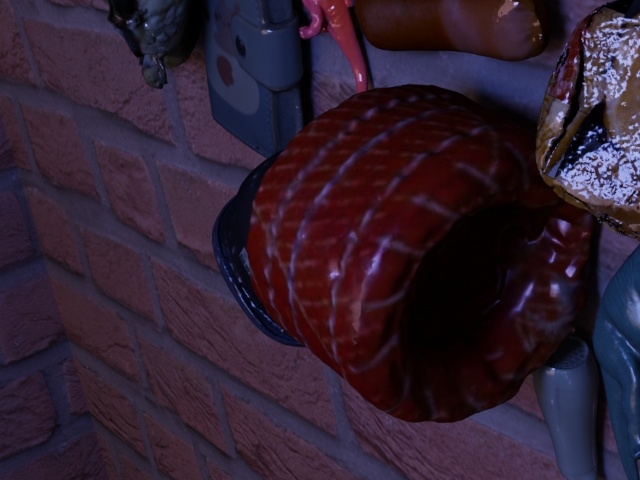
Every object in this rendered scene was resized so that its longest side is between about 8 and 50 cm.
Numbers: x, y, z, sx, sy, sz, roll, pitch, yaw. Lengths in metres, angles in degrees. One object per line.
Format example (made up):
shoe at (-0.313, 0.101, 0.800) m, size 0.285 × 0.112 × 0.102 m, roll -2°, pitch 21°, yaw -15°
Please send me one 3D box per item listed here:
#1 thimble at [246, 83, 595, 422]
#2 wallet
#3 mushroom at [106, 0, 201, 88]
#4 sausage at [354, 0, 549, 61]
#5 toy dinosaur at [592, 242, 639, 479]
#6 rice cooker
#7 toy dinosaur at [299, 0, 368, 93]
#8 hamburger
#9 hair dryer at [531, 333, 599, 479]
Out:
thimble at (0.113, 0.014, 1.359) m, size 0.230 × 0.350 × 0.350 m, roll 36°, pitch 140°, yaw 44°
wallet at (-0.103, -0.304, 1.770) m, size 0.252 × 0.083 × 0.360 m, roll 40°, pitch 144°, yaw 48°
mushroom at (-0.236, -0.342, 1.838) m, size 0.344 × 0.130 × 0.248 m, roll 84°, pitch 172°, yaw -85°
sausage at (0.142, -0.251, 1.376) m, size 0.300 × 0.083 × 0.089 m, roll 17°, pitch 125°, yaw 52°
toy dinosaur at (0.320, 0.040, 1.301) m, size 0.383 × 0.129 × 0.331 m, roll 110°, pitch 140°, yaw -54°
rice cooker at (0.000, 0.000, 1.639) m, size 0.267 × 0.267 × 0.224 m, roll 61°, pitch 156°, yaw 10°
toy dinosaur at (0.032, -0.304, 1.574) m, size 0.139 × 0.070 × 0.286 m, roll -28°, pitch 88°, yaw 40°
hamburger at (0.306, -0.106, 1.123) m, size 0.231 × 0.106 × 0.231 m, roll -3°, pitch 85°, yaw 38°
hair dryer at (0.257, 0.176, 1.543) m, size 0.237 × 0.075 × 0.206 m, roll 41°, pitch 150°, yaw 51°
